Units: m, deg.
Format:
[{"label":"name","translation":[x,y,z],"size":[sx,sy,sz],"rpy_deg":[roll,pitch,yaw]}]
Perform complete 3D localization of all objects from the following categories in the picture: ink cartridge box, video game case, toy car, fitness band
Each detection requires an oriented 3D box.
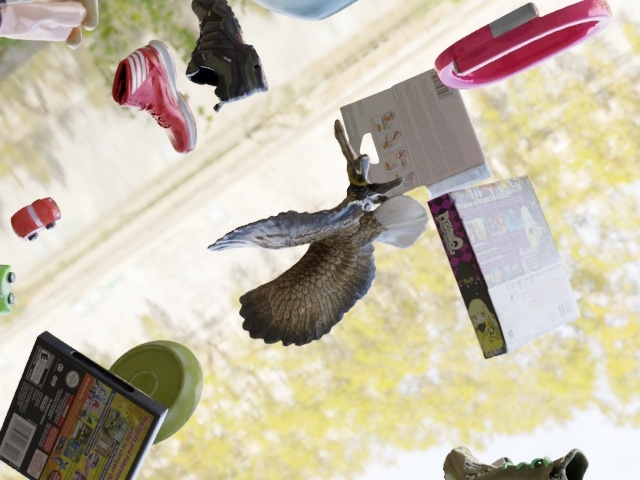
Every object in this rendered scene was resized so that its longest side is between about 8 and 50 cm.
[{"label":"ink cartridge box","translation":[0.182,-0.195,2.196],"size":[0.239,0.275,0.060],"rpy_deg":[-22,143,11]},{"label":"video game case","translation":[0.242,0.027,1.451],"size":[0.042,0.210,0.232],"rpy_deg":[-22,176,36]},{"label":"toy car","translation":[-0.606,0.029,2.096],"size":[0.239,0.224,0.053],"rpy_deg":[1,180,10]},{"label":"video game case","translation":[-0.411,0.324,1.891],"size":[0.274,0.248,0.035],"rpy_deg":[-63,170,26]},{"label":"fitness band","translation":[0.318,-0.309,1.768],"size":[0.291,0.054,0.209],"rpy_deg":[-23,170,35]}]

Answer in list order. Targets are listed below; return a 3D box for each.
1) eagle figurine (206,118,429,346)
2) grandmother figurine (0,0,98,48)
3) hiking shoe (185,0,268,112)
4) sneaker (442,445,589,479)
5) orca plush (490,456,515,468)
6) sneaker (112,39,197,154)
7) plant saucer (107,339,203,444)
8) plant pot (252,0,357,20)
[{"label":"eagle figurine","translation":[-0.006,0.003,1.723],"size":[0.298,0.226,0.225],"rpy_deg":[-48,-178,-34]},{"label":"grandmother figurine","translation":[-0.545,-0.366,1.842],"size":[0.342,0.104,0.208],"rpy_deg":[-8,152,-46]},{"label":"hiking shoe","translation":[-0.175,-0.308,1.798],"size":[0.114,0.227,0.086],"rpy_deg":[-27,149,-8]},{"label":"sneaker","translation":[0.357,0.404,1.781],"size":[0.182,0.158,0.410],"rpy_deg":[-57,-147,-2]},{"label":"orca plush","translation":[0.275,0.524,1.995],"size":[0.287,0.102,0.151],"rpy_deg":[-53,-174,-10]},{"label":"sneaker","translation":[-0.311,-0.240,2.033],"size":[0.128,0.221,0.087],"rpy_deg":[-34,-153,-34]},{"label":"plant saucer","translation":[-0.355,0.302,2.280],"size":[0.241,0.241,0.037],"rpy_deg":[-35,143,-2]},{"label":"plant pot","translation":[-0.020,-0.400,1.440],"size":[0.195,0.290,0.290],"rpy_deg":[-66,169,28]}]
